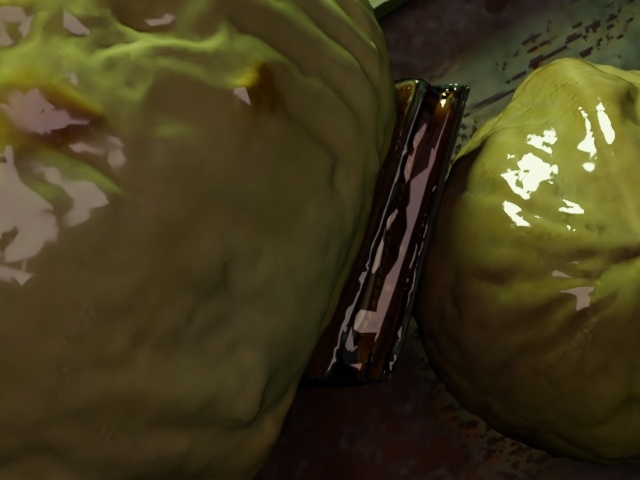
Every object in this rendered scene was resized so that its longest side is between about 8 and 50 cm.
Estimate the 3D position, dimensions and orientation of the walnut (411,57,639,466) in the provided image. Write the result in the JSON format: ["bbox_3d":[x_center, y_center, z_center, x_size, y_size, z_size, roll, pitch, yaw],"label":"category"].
[{"bbox_3d":[0.153,0.013,0.946,0.228,0.228,0.228,0,77,2],"label":"walnut"}]

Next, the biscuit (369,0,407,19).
[{"bbox_3d":[0.122,-0.232,1.099,0.322,0.038,0.099,-32,81,-6],"label":"biscuit"}]

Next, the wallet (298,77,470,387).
[{"bbox_3d":[0.002,0.002,0.979,0.042,0.195,0.161,22,77,-21],"label":"wallet"}]

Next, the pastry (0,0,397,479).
[{"bbox_3d":[-0.158,-0.028,0.887,0.313,0.388,0.388,26,78,-21],"label":"pastry"}]
